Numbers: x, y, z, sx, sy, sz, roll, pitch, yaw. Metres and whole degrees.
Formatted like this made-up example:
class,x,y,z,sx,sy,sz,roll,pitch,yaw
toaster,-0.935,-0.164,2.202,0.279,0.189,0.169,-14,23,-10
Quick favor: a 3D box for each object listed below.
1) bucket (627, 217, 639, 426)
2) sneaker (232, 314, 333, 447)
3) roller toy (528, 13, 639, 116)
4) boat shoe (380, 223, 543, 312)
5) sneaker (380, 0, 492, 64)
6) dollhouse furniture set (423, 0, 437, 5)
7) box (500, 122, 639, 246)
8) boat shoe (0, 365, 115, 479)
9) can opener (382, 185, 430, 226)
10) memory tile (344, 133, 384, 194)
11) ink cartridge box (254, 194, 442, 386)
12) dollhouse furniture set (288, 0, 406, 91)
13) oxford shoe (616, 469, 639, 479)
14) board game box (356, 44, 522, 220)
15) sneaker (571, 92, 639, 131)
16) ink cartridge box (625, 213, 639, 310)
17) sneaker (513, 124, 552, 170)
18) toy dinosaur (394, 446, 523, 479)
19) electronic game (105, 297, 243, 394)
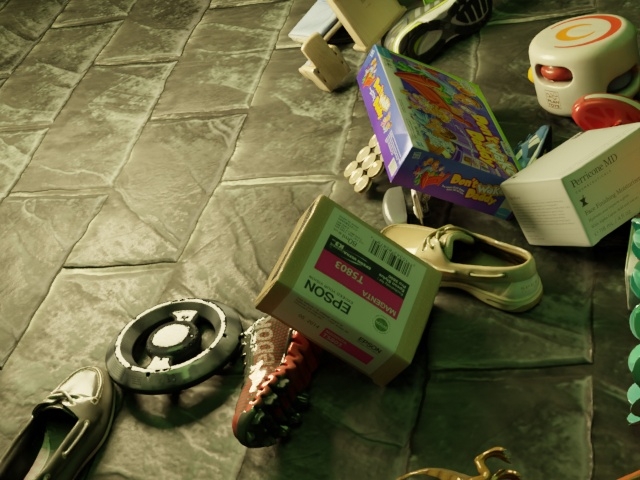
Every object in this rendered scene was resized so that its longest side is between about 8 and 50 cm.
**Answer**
class,x,y,z,sx,sy,sz,roll,pitch,yaw
bucket,0.482,0.104,1.179,0.183,0.281,0.281,1,43,17
sneaker,-0.075,0.194,1.411,0.135,0.098,0.276,6,43,26
roller toy,0.489,-0.319,1.749,0.209,0.146,0.191,-10,30,16
boat shoe,0.212,0.019,1.500,0.302,0.098,0.109,21,53,38
sneaker,0.255,-0.492,2.074,0.300,0.111,0.121,-33,37,-20
dollhouse furniture set,0.262,-0.565,2.218,0.076,0.058,0.152,-21,20,9
box,0.415,-0.085,1.475,0.181,0.119,0.182,-32,10,-15
boat shoe,-0.404,0.303,1.410,0.112,0.095,0.335,-1,43,20
can opener,0.154,-0.128,1.713,0.093,0.074,0.280,-10,40,11
memory tile,0.105,-0.159,1.754,0.148,0.012,0.113,-49,27,10
ink cartridge box,0.048,0.073,1.410,0.234,0.088,0.193,33,48,-8
dollhouse furniture set,-0.017,-0.520,2.100,0.286,0.198,0.303,-48,35,-9
oxford shoe,0.374,0.327,1.088,0.271,0.097,0.098,-36,48,-20
board game box,0.208,-0.197,1.668,0.233,0.078,0.347,16,34,-22
sneaker,0.511,-0.155,1.536,0.221,0.087,0.128,22,44,3
ink cartridge box,0.548,0.035,1.366,0.190,0.082,0.140,2,43,24
sneaker,0.373,-0.159,1.682,0.059,0.053,0.144,10,46,33
toy dinosaur,0.193,0.313,1.195,0.112,0.064,0.211,-38,43,-21
electronic game,-0.239,0.169,1.539,0.229,0.048,0.229,-9,33,6
